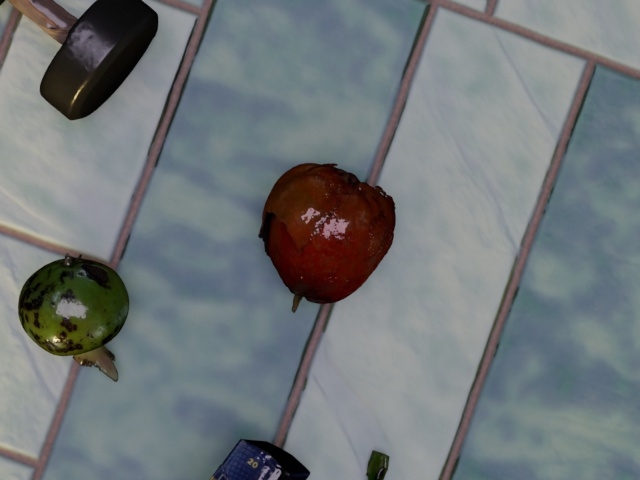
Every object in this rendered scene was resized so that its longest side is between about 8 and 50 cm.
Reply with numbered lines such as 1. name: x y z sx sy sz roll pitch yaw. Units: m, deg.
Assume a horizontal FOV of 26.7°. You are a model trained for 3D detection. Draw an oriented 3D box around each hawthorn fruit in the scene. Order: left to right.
1. hawthorn fruit: 0.000 0.000 1.487 0.148 0.148 0.172 23 106 -3

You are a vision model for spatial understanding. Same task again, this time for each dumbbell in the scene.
1. dumbbell: -0.303 -0.252 1.465 0.218 0.152 0.152 39 87 -1

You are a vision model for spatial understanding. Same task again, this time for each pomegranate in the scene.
1. pomegranate: -0.265 0.089 1.485 0.122 0.122 0.161 -19 117 -4

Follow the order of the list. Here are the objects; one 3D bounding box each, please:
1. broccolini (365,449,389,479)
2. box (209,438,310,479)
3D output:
1. broccolini: 0.050 0.368 1.520 0.071 0.057 0.254 9 91 -46
2. box: -0.119 0.333 1.452 0.071 0.168 0.259 37 88 13
